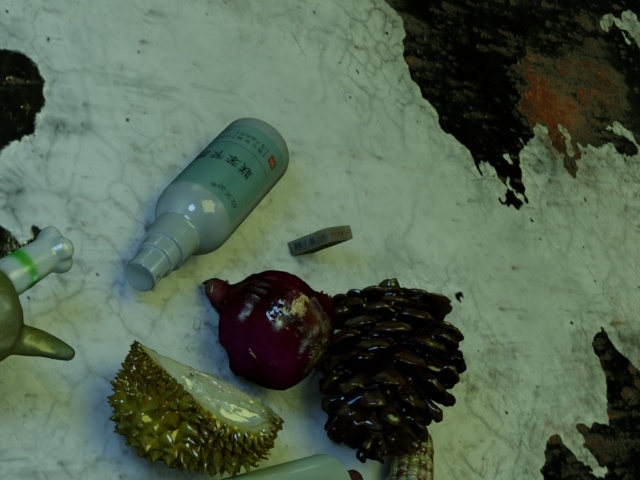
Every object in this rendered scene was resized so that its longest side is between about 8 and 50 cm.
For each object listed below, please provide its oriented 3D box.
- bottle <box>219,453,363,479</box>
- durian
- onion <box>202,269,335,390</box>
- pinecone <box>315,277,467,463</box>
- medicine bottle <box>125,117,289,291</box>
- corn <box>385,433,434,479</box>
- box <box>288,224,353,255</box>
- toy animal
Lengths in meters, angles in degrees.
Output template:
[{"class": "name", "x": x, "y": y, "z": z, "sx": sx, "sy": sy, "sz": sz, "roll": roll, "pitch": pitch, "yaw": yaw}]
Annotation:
[{"class": "bottle", "x": -0.034, "y": 0.340, "z": 2.040, "sx": 0.245, "sy": 0.104, "sz": 0.104, "roll": -5, "pitch": 70, "yaw": -48}, {"class": "durian", "x": -0.162, "y": 0.222, "z": 1.958, "sx": 0.249, "sy": 0.183, "sz": 0.138, "roll": 22, "pitch": 79, "yaw": -29}, {"class": "onion", "x": -0.088, "y": 0.119, "z": 2.106, "sx": 0.198, "sy": 0.173, "sz": 0.135, "roll": 20, "pitch": 49, "yaw": 20}, {"class": "pinecone", "x": 0.098, "y": 0.177, "z": 2.194, "sx": 0.224, "sy": 0.224, "sz": 0.273, "roll": 28, "pitch": 51, "yaw": -33}, {"class": "medicine bottle", "x": -0.162, "y": -0.044, "z": 2.140, "sx": 0.110, "sy": 0.110, "sz": 0.352, "roll": 51, "pitch": 40, "yaw": -10}, {"class": "corn", "x": 0.127, "y": 0.359, "z": 2.217, "sx": 0.079, "sy": 0.079, "sz": 0.237, "roll": 34, "pitch": 44, "yaw": -28}, {"class": "box", "x": 0.000, "y": 0.000, "z": 2.305, "sx": 0.053, "sy": 0.083, "sz": 0.024, "roll": -7, "pitch": 78, "yaw": -49}, {"class": "toy animal", "x": -0.426, "y": 0.099, "z": 1.734, "sx": 0.363, "sy": 0.180, "sz": 0.181, "roll": -10, "pitch": 81, "yaw": -56}]
